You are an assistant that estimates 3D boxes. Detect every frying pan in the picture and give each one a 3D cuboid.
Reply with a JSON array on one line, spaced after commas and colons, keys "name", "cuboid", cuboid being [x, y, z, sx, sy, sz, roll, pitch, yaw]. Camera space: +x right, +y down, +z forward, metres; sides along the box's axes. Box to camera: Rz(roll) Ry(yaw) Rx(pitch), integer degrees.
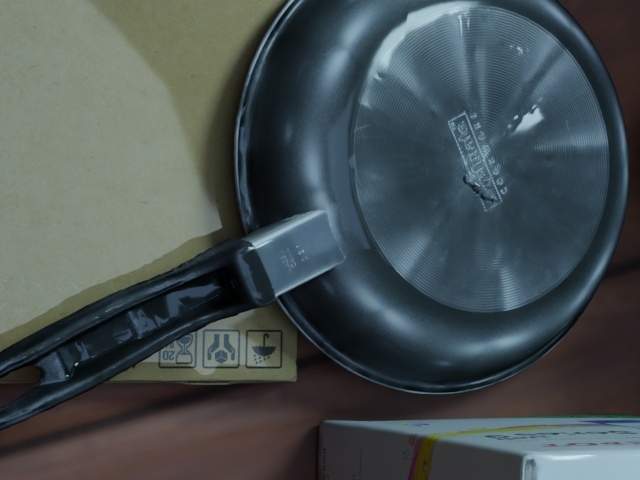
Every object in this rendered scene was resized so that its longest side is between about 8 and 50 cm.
[{"name": "frying pan", "cuboid": [0.000, -0.030, 0.804, 0.326, 0.053, 0.197, -3, 90, -29]}]

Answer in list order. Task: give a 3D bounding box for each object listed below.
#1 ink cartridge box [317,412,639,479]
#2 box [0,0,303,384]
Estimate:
[{"name": "ink cartridge box", "cuboid": [0.104, 0.117, 0.770, 0.154, 0.212, 0.093, 0, 90, -19]}, {"name": "box", "cuboid": [-0.105, -0.023, 0.800, 0.201, 0.021, 0.164, 1, 89, -19]}]
